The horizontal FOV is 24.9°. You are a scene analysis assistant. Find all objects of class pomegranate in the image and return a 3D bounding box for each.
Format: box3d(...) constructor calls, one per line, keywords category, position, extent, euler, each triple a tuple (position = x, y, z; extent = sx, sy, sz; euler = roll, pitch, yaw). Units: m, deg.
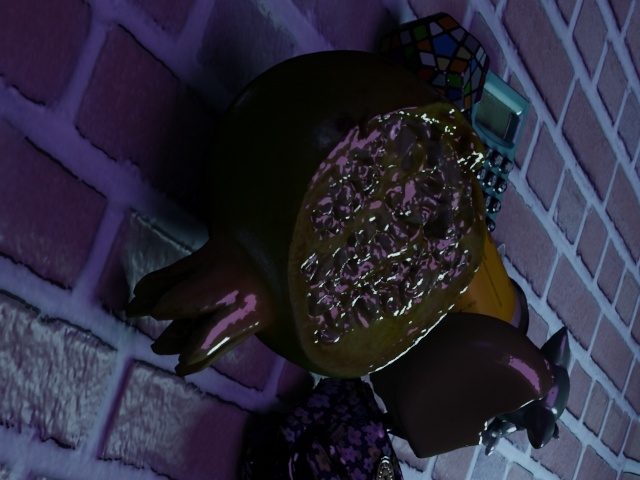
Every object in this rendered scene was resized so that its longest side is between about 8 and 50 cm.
box3d(category="pomegranate", position=(-0.025, -0.020, 1.335), extent=(0.359, 0.216, 0.309), euler=(-29, 136, -18))

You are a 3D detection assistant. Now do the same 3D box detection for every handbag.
box3d(category="handbag", position=(0.007, 0.274, 1.622), extent=(0.208, 0.127, 0.228), euler=(-33, 113, -55))

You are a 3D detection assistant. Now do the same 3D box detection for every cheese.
box3d(category="cheese", position=(0.161, 0.160, 1.647), extent=(0.091, 0.203, 0.175), euler=(-94, 165, -55))

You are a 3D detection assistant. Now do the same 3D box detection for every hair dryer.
box3d(category="hair dryer", position=(0.083, 0.243, 1.884), extent=(0.083, 0.047, 0.026), euler=(5, 99, -51))

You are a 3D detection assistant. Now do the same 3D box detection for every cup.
box3d(category="cup", position=(0.133, 0.038, 1.721), extent=(0.196, 0.196, 0.279), euler=(-58, 141, -34))

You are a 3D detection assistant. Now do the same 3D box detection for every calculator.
box3d(category="calculator", position=(0.196, -0.095, 1.914), extent=(0.248, 0.058, 0.274), euler=(19, 87, -65))

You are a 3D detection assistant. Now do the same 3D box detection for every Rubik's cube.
box3d(category="Rubik's cube", position=(0.127, -0.196, 1.646), extent=(0.133, 0.133, 0.112), euler=(-63, -179, -25))

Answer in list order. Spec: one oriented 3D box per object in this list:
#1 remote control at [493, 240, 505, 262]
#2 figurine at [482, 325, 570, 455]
box3d(category="remote control", position=(0.232, 0.126, 2.138), extent=(0.103, 0.034, 0.250), euler=(-35, 134, -55))
box3d(category="figurine", position=(0.317, 0.262, 2.260), extent=(0.265, 0.140, 0.193), euler=(70, 37, -57))
